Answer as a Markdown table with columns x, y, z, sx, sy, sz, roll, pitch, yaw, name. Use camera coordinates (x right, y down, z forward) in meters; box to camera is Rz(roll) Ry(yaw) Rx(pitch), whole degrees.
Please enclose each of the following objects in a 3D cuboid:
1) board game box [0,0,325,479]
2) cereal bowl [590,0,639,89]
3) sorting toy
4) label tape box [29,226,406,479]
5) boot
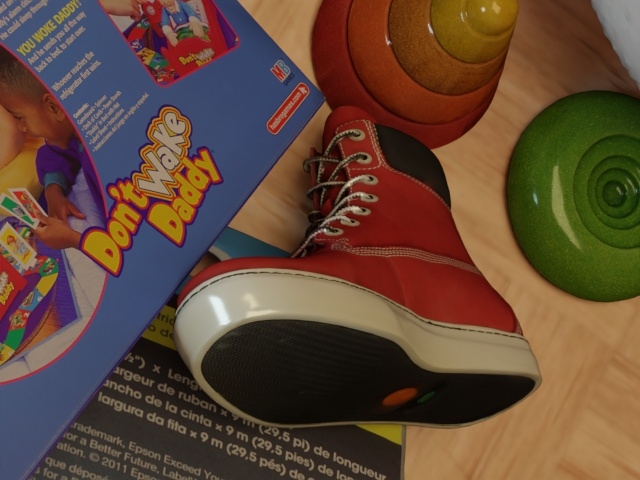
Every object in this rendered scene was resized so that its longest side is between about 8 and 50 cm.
| x | y | z | sx | sy | sz | roll | pitch | yaw | name |
| --- | --- | --- | --- | --- | --- | --- | --- | --- | --- |
| -0.161 | -0.050 | 0.766 | 0.233 | 0.078 | 0.347 | 48 | 40 | -10 | board game box |
| 0.276 | -0.163 | 0.971 | 0.339 | 0.141 | 0.339 | 11 | 66 | -24 | cereal bowl |
| 0.168 | -0.045 | 0.956 | 0.365 | 0.126 | 0.127 | 36 | 74 | -14 | sorting toy |
| -0.093 | 0.138 | 0.829 | 0.249 | 0.115 | 0.347 | 24 | 40 | -17 | label tape box |
| 0.000 | 0.000 | 0.856 | 0.244 | 0.088 | 0.176 | 13 | 49 | -51 | boot |
